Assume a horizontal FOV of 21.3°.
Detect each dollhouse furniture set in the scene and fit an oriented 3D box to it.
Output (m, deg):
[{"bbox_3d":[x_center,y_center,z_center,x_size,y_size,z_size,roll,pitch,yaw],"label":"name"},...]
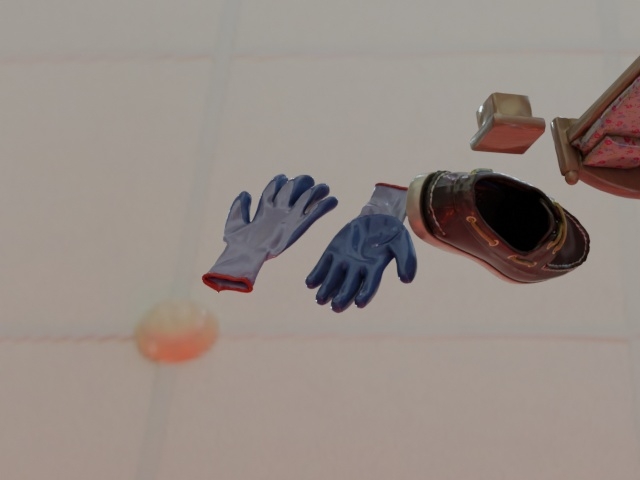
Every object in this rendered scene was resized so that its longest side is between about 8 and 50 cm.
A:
[{"bbox_3d":[0.341,-0.081,1.271,0.355,0.303,0.174,3,-117,-20],"label":"dollhouse furniture set"}]

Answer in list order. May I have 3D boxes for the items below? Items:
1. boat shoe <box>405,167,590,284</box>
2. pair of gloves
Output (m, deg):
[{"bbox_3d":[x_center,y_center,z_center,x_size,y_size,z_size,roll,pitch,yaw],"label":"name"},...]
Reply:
[{"bbox_3d":[0.171,-0.010,1.475,0.068,0.227,0.081,-7,-105,43],"label":"boat shoe"},{"bbox_3d":[0.000,0.000,1.490,0.198,0.023,0.159,10,-133,25],"label":"pair of gloves"}]
